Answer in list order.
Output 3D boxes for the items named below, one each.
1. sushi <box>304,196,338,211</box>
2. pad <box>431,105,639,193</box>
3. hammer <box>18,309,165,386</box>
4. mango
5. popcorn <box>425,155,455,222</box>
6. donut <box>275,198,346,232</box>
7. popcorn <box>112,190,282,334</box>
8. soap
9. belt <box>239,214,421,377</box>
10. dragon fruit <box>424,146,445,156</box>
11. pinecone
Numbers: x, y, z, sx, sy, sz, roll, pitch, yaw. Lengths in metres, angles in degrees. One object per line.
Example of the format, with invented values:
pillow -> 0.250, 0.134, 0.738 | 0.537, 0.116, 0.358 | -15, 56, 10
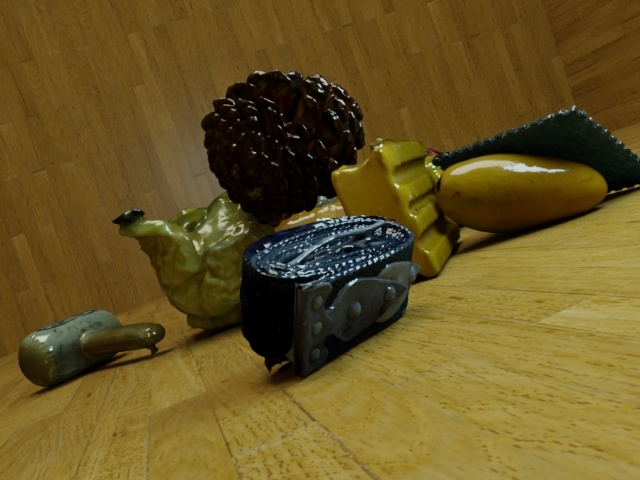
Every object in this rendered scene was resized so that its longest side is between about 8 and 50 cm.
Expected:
sushi -> -0.033, -0.030, 1.803 | 0.350, 0.210, 0.171 | -15, -6, -45
pad -> 0.362, -0.116, 1.044 | 0.270, 0.012, 0.269 | 22, -24, -33
hammer -> -0.392, 0.184, 1.182 | 0.306, 0.113, 0.202 | -12, 9, 32
mango -> 0.305, -0.073, 0.999 | 0.254, 0.113, 0.138 | -1, -36, 17
popcorn -> 0.257, -0.097, 1.452 | 0.226, 0.173, 0.286 | -4, -5, 11
donut -> 0.000, 0.000, 1.448 | 0.317, 0.150, 0.299 | -19, 2, 36
popcorn -> -0.170, 0.032, 1.142 | 0.293, 0.236, 0.293 | -21, -2, -1
soap -> 0.132, -0.054, 1.030 | 0.096, 0.204, 0.324 | -22, 1, 20
belt -> 0.010, 0.056, 0.677 | 0.122, 0.128, 0.218 | 22, 29, 38
dragon fruit -> 0.399, -0.151, 1.773 | 0.262, 0.134, 0.211 | 15, 14, -8
pinecone -> -0.048, -0.167, 1.047 | 0.246, 0.246, 0.292 | -18, 13, 38
